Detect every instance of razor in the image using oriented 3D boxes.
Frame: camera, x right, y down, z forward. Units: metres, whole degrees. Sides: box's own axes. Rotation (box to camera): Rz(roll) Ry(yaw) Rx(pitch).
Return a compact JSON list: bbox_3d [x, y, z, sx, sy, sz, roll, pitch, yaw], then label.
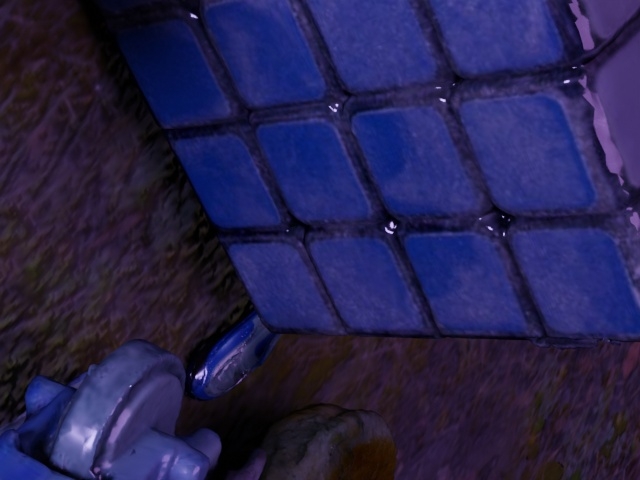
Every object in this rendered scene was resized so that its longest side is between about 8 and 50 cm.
[{"bbox_3d":[0.010,0.001,1.124,0.324,0.056,0.093,-51,133,-34],"label":"razor"}]

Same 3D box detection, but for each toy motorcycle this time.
[{"bbox_3d":[-0.145,0.218,0.855,0.319,0.182,0.241,-54,133,-34],"label":"toy motorcycle"}]

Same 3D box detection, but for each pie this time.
[{"bbox_3d":[-0.024,0.248,1.057,0.302,0.066,0.303,16,90,-71],"label":"pie"}]

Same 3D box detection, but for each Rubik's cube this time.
[{"bbox_3d":[0.107,-0.164,0.955,0.344,0.344,0.337,-43,118,-39],"label":"Rubik's cube"}]
